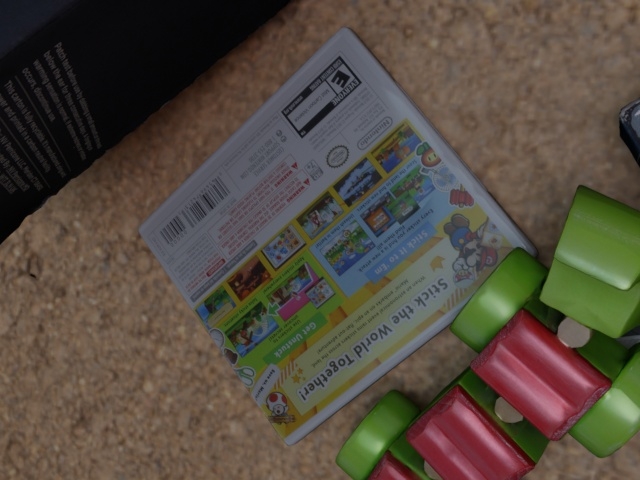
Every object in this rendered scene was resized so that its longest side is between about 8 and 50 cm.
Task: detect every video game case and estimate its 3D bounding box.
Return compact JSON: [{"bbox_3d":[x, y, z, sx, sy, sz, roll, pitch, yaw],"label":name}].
[{"bbox_3d":[0.000,0.000,0.537,0.227,0.026,0.206,-41,77,17],"label":"video game case"}]

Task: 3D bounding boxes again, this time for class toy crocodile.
[{"bbox_3d":[0.091,0.115,0.442,0.115,0.105,0.340,42,121,16],"label":"toy crocodile"}]

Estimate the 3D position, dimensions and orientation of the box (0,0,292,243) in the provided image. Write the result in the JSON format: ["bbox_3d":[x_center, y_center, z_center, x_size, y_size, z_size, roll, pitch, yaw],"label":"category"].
[{"bbox_3d":[-0.202,-0.233,0.433,0.343,0.179,0.312,45,74,5],"label":"box"}]

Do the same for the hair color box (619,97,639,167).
[{"bbox_3d":[0.314,0.043,0.367,0.174,0.105,0.347,-31,81,20],"label":"hair color box"}]

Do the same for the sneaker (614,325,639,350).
[{"bbox_3d":[0.172,0.059,0.469,0.083,0.031,0.035,-8,57,31],"label":"sneaker"}]
